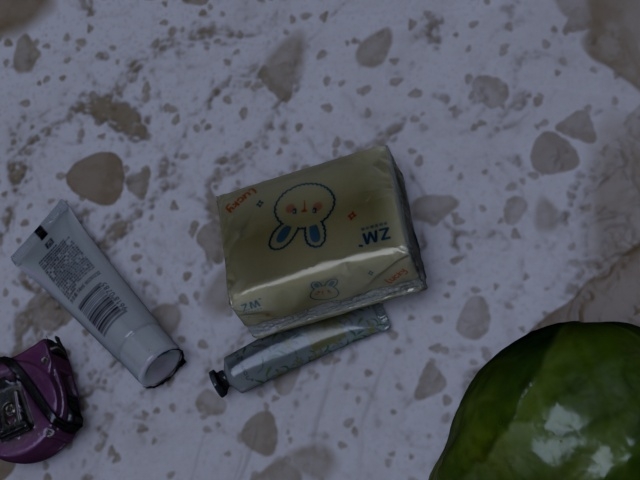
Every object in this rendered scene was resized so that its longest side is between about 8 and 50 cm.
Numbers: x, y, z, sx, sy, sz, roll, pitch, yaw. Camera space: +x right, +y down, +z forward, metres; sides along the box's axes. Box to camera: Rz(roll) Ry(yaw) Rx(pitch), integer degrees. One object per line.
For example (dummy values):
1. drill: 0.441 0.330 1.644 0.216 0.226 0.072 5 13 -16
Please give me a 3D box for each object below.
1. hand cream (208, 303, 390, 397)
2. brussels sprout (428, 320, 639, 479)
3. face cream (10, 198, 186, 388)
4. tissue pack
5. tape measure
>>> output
1. hand cream: -0.025 0.106 1.554 0.194 0.042 0.067 -28 64 2
2. brussels sprout: 0.225 0.192 1.374 0.271 0.219 0.210 -41 77 23
3. face cream: -0.244 0.063 1.621 0.092 0.058 0.243 -48 63 5
4. tissue pack: 0.000 0.000 1.537 0.196 0.092 0.148 -17 55 9
5. tape measure: -0.319 0.176 1.597 0.118 0.074 0.125 -27 68 8
